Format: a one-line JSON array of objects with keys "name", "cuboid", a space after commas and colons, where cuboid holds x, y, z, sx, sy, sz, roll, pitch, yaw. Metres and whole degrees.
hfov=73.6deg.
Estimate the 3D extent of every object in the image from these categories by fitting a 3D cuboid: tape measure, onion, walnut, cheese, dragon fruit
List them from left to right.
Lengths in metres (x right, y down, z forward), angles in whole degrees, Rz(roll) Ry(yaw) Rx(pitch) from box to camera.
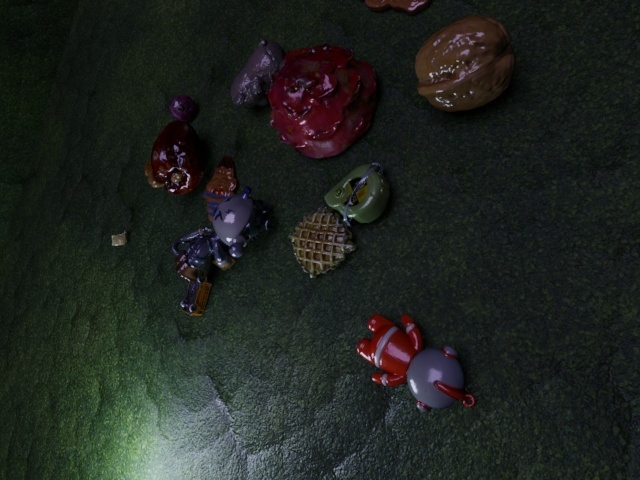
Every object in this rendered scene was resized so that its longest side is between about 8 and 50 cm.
[{"name": "cheese", "cuboid": [-0.906, -0.009, 1.937, 0.084, 0.041, 0.060, -15, 77, 13]}, {"name": "walnut", "cuboid": [-0.586, -0.328, 1.716, 0.243, 0.222, 0.269, -17, 53, 19]}, {"name": "onion", "cuboid": [-0.596, -0.573, 1.856, 0.115, 0.104, 0.115, -1, 96, -6]}, {"name": "dragon fruit", "cuboid": [-0.021, -0.471, 1.378, 0.386, 0.249, 0.371, 37, 94, 32]}, {"name": "tape measure", "cuboid": [0.123, -0.132, 1.271, 0.200, 0.106, 0.175, -40, 49, 19]}, {"name": "walnut", "cuboid": [0.373, -0.458, 1.127, 0.257, 0.225, 0.257, -26, 26, 14]}]

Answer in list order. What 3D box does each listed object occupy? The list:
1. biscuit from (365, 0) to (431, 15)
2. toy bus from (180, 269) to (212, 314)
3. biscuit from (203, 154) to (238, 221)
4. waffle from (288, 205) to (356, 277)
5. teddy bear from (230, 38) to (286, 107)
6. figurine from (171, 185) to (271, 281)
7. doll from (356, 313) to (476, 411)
[{"name": "biscuit", "cuboid": [0.240, -0.858, 1.418, 0.333, 0.047, 0.202, 30, 95, 35]}, {"name": "toy bus", "cuboid": [-0.451, 0.190, 1.573, 0.069, 0.074, 0.162, 15, 87, 40]}, {"name": "biscuit", "cuboid": [-0.384, -0.200, 1.657, 0.183, 0.043, 0.280, 4, 83, 30]}, {"name": "waffle", "cuboid": [0.000, 0.000, 1.339, 0.208, 0.054, 0.214, -40, 61, 26]}, {"name": "teddy bear", "cuboid": [-0.221, -0.595, 1.568, 0.267, 0.151, 0.236, -48, 20, 28]}, {"name": "figurine", "cuboid": [-0.330, -0.011, 1.481, 0.382, 0.186, 0.261, -43, 50, 10]}, {"name": "doll", "cuboid": [0.243, 0.313, 1.086, 0.336, 0.105, 0.200, 26, 91, 42]}]
